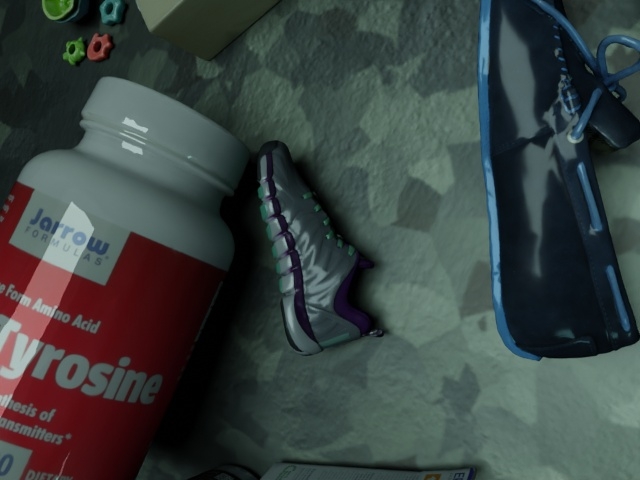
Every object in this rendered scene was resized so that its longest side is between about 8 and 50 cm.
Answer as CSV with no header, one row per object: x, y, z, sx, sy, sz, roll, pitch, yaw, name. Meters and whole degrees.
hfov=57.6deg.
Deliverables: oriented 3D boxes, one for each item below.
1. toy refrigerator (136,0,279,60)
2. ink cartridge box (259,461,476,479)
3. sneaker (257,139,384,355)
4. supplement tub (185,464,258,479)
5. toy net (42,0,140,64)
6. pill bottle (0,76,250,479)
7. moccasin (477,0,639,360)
-0.075,-0.326,0.633,0.270,0.102,0.094,-31,72,24,toy refrigerator
0.003,0.266,0.481,0.224,0.223,0.045,-11,99,30,ink cartridge box
0.000,0.000,0.597,0.098,0.083,0.223,-12,85,7,sneaker
-0.138,0.303,0.573,0.117,0.190,0.116,-3,85,29,supplement tub
-0.278,-0.314,0.775,0.232,0.045,0.122,-5,84,28,toy net
-0.231,0.056,0.600,0.229,0.229,0.407,20,84,28,pill bottle
0.195,-0.078,0.468,0.117,0.138,0.341,-3,99,24,moccasin
